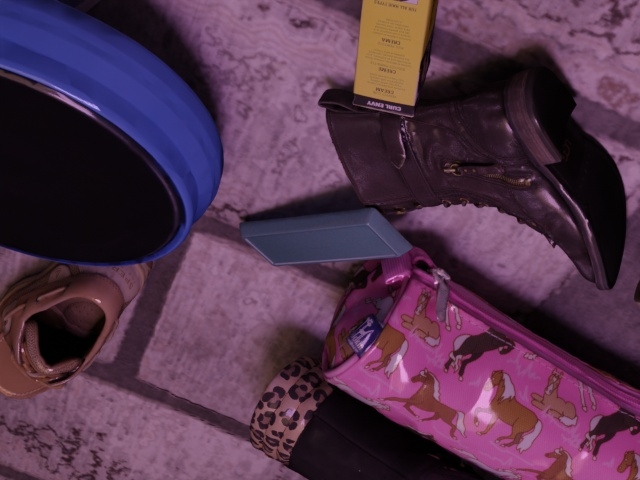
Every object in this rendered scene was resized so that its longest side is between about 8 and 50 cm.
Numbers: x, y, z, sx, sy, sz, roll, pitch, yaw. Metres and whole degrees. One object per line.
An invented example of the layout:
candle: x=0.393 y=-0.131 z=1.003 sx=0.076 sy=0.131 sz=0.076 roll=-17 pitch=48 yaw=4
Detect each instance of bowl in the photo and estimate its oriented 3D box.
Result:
bowl: x=-0.286 y=-0.096 z=1.342 sx=0.391 sy=0.077 sz=0.391 roll=13 pitch=152 yaw=7

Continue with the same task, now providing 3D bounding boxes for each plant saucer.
plant saucer: x=0.000 y=0.000 z=1.405 sx=0.192 sy=0.018 sz=0.067 roll=-4 pitch=141 yaw=46

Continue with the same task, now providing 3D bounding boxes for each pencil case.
pencil case: x=0.190 y=0.157 z=1.433 sx=0.386 sy=0.160 sz=0.167 roll=32 pitch=169 yaw=-12

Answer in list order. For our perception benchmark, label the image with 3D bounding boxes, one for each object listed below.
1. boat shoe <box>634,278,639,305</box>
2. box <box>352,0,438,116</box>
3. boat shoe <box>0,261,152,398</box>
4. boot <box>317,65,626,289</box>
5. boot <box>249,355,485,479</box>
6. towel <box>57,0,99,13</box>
boat shoe: x=0.404 y=0.004 z=1.216 sx=0.103 sy=0.113 sz=0.302 roll=40 pitch=134 yaw=-12
box: x=0.068 y=-0.215 z=1.139 sx=0.058 sy=0.087 sz=0.232 roll=12 pitch=137 yaw=7
boat shoe: x=-0.309 y=0.105 z=1.606 sx=0.122 sy=0.110 sz=0.341 roll=31 pitch=137 yaw=-12
boot: x=0.141 y=-0.052 z=1.296 sx=0.229 sy=0.091 sz=0.263 roll=-8 pitch=127 yaw=36
boot: x=0.072 y=0.268 z=1.596 sx=0.284 sy=0.138 sz=0.377 roll=34 pitch=172 yaw=13
towel: x=-0.349 y=-0.273 z=1.282 sx=0.209 sy=0.034 sz=0.285 roll=-27 pitch=120 yaw=39
